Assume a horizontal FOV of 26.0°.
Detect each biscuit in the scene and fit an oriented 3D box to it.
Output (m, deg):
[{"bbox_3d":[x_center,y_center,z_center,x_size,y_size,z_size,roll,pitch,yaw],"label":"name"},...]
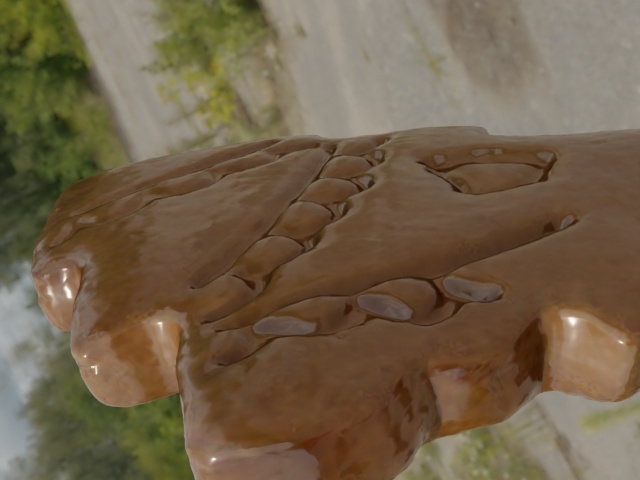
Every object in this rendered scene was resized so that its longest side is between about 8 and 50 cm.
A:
[{"bbox_3d":[0.000,0.000,0.534,0.306,0.284,0.043,11,120,39],"label":"biscuit"}]
